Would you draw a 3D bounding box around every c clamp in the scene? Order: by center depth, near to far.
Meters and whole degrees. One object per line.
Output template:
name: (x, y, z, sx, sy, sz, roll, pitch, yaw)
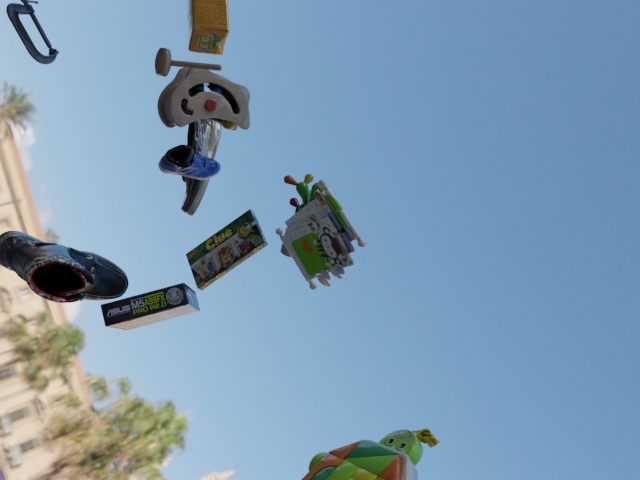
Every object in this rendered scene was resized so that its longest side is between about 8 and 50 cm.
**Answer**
c clamp: (-0.603, -0.447, 1.557, 0.022, 0.137, 0.160, -24, -87, 16)

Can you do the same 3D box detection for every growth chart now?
growth chart: (0.000, 0.000, 1.448, 0.172, 0.021, 0.237, 54, -38, 4)

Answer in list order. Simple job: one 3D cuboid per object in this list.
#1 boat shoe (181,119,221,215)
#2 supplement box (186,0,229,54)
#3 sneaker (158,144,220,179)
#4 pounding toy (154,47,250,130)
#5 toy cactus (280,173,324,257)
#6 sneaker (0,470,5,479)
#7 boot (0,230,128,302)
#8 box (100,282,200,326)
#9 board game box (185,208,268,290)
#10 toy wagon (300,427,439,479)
boat shoe: (-0.329, -0.199, 1.901, 0.103, 0.092, 0.285, -36, -140, 60)
supplement box: (-0.238, -0.504, 1.531, 0.078, 0.080, 0.233, 123, -37, -58)
sneaker: (-0.304, -0.188, 1.754, 0.084, 0.152, 0.058, 145, -54, -59)
pounding toy: (-0.274, -0.324, 1.705, 0.155, 0.269, 0.154, 11, -98, 55)
toy cactus: (-0.047, -0.049, 1.632, 0.180, 0.112, 0.219, -65, -159, 16)
sneaker: (-0.793, 0.625, 1.741, 0.252, 0.111, 0.103, 14, -64, 48)
boot: (-0.395, 0.065, 1.188, 0.179, 0.236, 0.085, 21, -94, 51)
box: (-0.444, 0.180, 1.954, 0.270, 0.216, 0.060, 106, -32, -81)
board game box: (-0.288, 0.028, 2.231, 0.030, 0.260, 0.136, 37, 23, -53)
toy wagon: (0.053, 0.411, 1.187, 0.267, 0.344, 0.068, 1, -53, 58)
